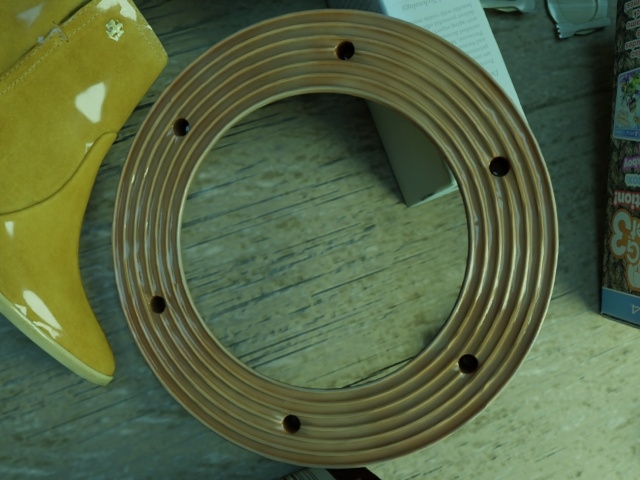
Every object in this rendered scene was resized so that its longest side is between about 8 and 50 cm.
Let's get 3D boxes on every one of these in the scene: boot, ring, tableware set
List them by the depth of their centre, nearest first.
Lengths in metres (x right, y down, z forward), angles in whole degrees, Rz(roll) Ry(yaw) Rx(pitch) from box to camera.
[{"bbox_3d":[-0.179,-0.058,0.507,0.211,0.104,0.295,-46,120,-20],"label":"boot"},{"bbox_3d":[0.000,0.000,0.534,0.336,0.032,0.337,0,91,13],"label":"ring"},{"bbox_3d":[0.212,-0.276,0.685,0.141,0.020,0.169,2,83,-12],"label":"tableware set"}]

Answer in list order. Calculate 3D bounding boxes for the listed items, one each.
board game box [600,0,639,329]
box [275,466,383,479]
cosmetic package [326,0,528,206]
[{"bbox_3d":[0.385,-0.067,0.606,0.232,0.141,0.291,0,95,-12],"label":"board game box"},{"bbox_3d":[-0.007,0.282,0.495,0.168,0.167,0.203,-18,87,-13],"label":"box"},{"bbox_3d":[0.082,-0.154,0.594,0.085,0.117,0.231,-22,89,-12],"label":"cosmetic package"}]
